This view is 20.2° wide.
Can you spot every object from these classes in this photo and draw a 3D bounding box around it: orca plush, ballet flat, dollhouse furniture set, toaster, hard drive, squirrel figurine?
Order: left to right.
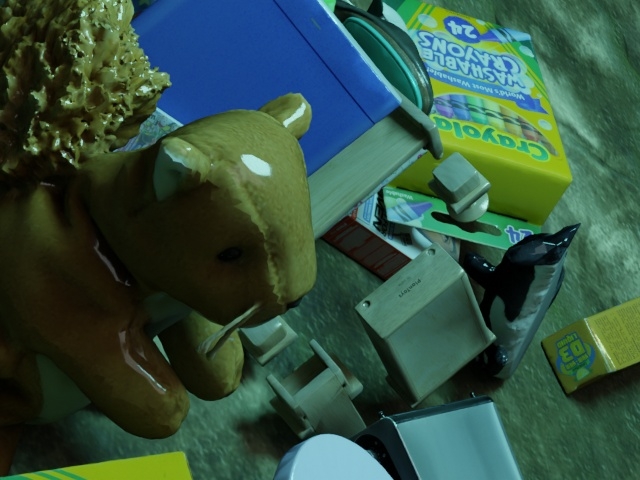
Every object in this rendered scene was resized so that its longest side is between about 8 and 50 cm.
[{"bbox_3d":[-0.187,-0.030,1.459,0.281,0.370,0.397,-20,80,-50],"label":"squirrel figurine"},{"bbox_3d":[-0.116,-0.109,1.643,0.210,0.319,0.040,51,12,-7],"label":"hard drive"},{"bbox_3d":[0.000,0.000,1.851,0.355,0.303,0.174,46,-9,31],"label":"dollhouse furniture set"},{"bbox_3d":[0.033,-0.226,1.951,0.280,0.095,0.096,35,43,25],"label":"ballet flat"},{"bbox_3d":[0.087,0.228,1.729,0.186,0.168,0.110,-6,69,-46],"label":"toaster"},{"bbox_3d":[0.187,0.053,1.911,0.102,0.287,0.151,31,76,12],"label":"orca plush"}]

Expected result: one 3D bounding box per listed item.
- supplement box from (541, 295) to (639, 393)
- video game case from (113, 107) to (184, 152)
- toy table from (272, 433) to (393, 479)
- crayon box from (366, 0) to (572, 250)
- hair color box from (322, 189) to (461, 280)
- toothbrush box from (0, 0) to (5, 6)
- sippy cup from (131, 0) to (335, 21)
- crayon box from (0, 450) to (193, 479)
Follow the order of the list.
[{"bbox_3d":[0.367,0.115,2.166,0.233,0.078,0.080,-18,78,-51],"label":"supplement box"},{"bbox_3d":[-0.131,-0.058,1.628,0.122,0.087,0.011,34,13,-4],"label":"video game case"},{"bbox_3d":[0.000,0.326,1.577,0.252,0.161,0.274,7,61,-44],"label":"toy table"},{"bbox_3d":[0.160,-0.135,2.025,0.203,0.083,0.323,14,41,-20],"label":"crayon box"},{"bbox_3d":[0.076,-0.012,1.971,0.167,0.053,0.093,34,43,-26],"label":"hair color box"},{"bbox_3d":[-0.372,-0.354,1.635,0.295,0.126,0.216,17,76,-38],"label":"toothbrush box"},{"bbox_3d":[-0.132,-0.259,1.761,0.240,0.224,0.305,27,21,-23],"label":"sippy cup"},{"bbox_3d":[-0.230,0.240,1.368,0.318,0.202,0.081,-1,65,-48],"label":"crayon box"}]
